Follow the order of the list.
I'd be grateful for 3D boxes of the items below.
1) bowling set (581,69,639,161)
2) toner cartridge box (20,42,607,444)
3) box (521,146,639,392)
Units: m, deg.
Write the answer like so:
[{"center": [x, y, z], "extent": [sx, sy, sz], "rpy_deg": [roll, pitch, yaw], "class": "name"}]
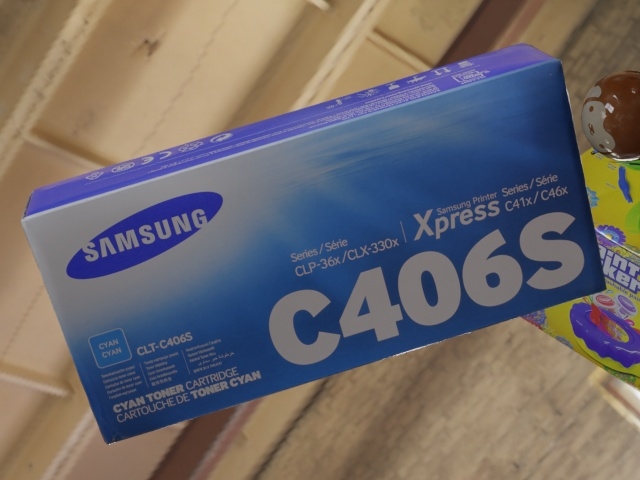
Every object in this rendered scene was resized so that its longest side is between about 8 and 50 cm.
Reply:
[{"center": [0.251, -0.052, 0.654], "extent": [0.200, 0.154, 0.287], "rpy_deg": [-17, -68, 15], "class": "bowling set"}, {"center": [0.000, 0.000, 0.790], "extent": [0.348, 0.075, 0.165], "rpy_deg": [-17, -72, -3], "class": "toner cartridge box"}, {"center": [0.409, 0.018, 1.300], "extent": [0.279, 0.290, 0.177], "rpy_deg": [-33, -38, -33], "class": "box"}]
